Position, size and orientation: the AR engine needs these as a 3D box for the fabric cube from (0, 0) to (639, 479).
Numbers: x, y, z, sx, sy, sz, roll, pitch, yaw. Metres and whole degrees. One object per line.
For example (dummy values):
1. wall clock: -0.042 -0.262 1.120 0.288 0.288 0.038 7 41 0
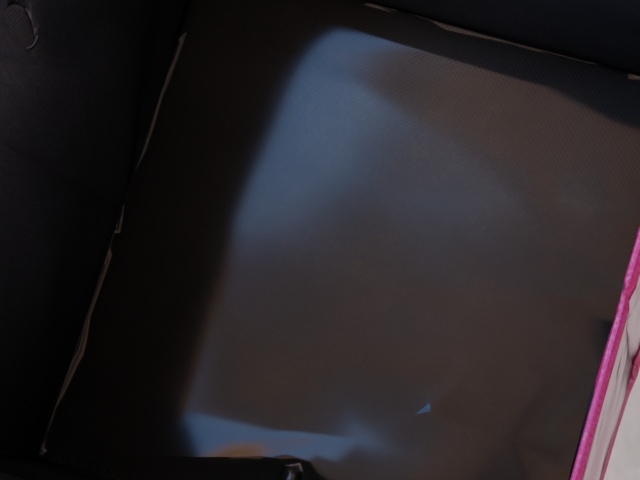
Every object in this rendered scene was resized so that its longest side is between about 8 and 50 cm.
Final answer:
1. fabric cube: 0.000 0.000 0.686 0.258 0.254 0.259 36 -108 -75
